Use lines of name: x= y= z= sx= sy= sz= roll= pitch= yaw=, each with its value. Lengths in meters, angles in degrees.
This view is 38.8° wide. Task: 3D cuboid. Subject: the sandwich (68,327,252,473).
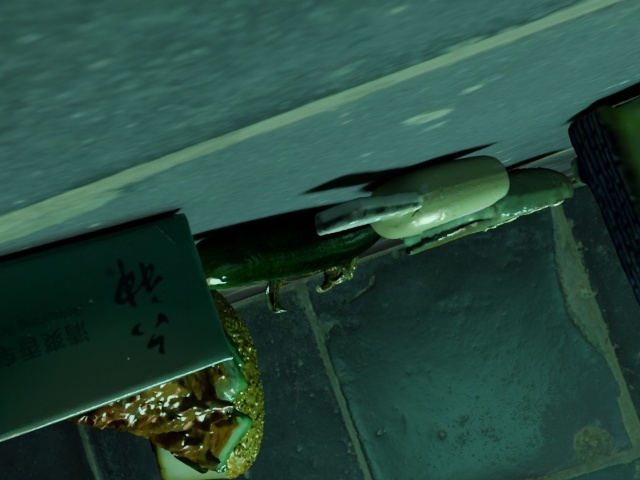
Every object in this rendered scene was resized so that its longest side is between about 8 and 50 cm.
sandwich: x=-0.180 y=0.114 z=0.903 sx=0.162 sy=0.250 sz=0.301 roll=-62 pitch=175 yaw=-13

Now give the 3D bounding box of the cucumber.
cucumber: x=-0.015 y=0.004 z=0.778 sx=0.056 sy=0.056 sz=0.284 roll=-22 pitch=176 yaw=36

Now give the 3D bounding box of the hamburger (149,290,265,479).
hamburger: x=-0.169 y=0.202 z=1.292 sx=0.179 sy=0.276 sz=0.294 roll=-11 pitch=-174 yaw=-14

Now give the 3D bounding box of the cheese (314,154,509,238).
cheese: x=0.067 y=-0.029 z=0.734 sx=0.127 sy=0.050 sz=0.235 roll=-18 pitch=176 yaw=34

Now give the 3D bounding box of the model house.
model house: x=0.318 y=-0.040 z=0.730 sx=0.170 sy=0.194 sz=0.211 roll=-19 pitch=176 yaw=-40

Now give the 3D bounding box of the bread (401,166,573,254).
bread: x=0.191 y=-0.040 z=1.115 sx=0.231 sy=0.064 sz=0.172 roll=-16 pitch=176 yaw=-17

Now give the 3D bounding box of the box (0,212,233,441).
box: x=-0.174 y=0.068 z=0.588 sx=0.153 sy=0.092 sz=0.245 roll=-18 pitch=176 yaw=-27

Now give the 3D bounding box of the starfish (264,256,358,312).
starfish: x=-0.016 y=0.048 z=1.279 sx=0.146 sy=0.074 sz=0.190 roll=-19 pitch=177 yaw=-19
